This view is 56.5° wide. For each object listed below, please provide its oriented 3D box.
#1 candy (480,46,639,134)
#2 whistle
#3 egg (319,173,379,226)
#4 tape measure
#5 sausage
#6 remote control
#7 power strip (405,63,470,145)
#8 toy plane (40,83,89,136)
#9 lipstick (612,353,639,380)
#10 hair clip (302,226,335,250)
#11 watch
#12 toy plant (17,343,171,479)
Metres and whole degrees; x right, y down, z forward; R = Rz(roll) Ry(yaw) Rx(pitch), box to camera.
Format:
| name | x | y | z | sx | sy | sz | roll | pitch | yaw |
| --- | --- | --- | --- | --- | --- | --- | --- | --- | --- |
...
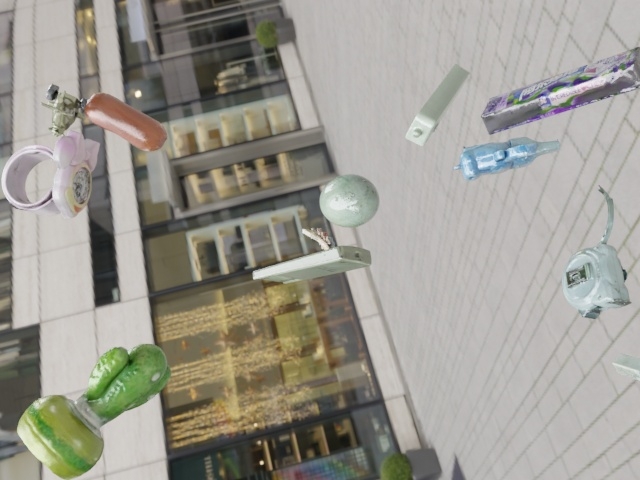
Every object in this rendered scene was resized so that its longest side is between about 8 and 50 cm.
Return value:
| name | x | y | z | sx | sy | sz | roll | pitch | yaw |
| --- | --- | --- | --- | --- | --- | --- | --- | --- | --- |
| candy | 0.477 | -0.294 | 1.187 | 0.061 | 0.313 | 0.088 | 54 | -136 | -24 |
| whistle | 0.480 | -0.216 | 1.542 | 0.180 | 0.269 | 0.093 | 14 | -112 | -75 |
| egg | 0.091 | -0.125 | 1.875 | 0.237 | 0.169 | 0.168 | -1 | 104 | 60 |
| tape measure | 0.614 | 0.015 | 1.370 | 0.164 | 0.084 | 0.330 | 134 | 146 | -52 |
| sausage | -0.440 | -0.268 | 1.346 | 0.077 | 0.194 | 0.077 | -60 | 3 | 4 |
| remote control | -0.025 | 0.060 | 1.397 | 0.124 | 0.286 | 0.038 | 12 | -111 | -48 |
| power strip | 0.325 | -0.374 | 1.642 | 0.385 | 0.062 | 0.091 | -54 | -8 | -44 |
| toy plane | -0.570 | -0.289 | 1.316 | 0.286 | 0.092 | 0.108 | 3 | 71 | 67 |
| lipstick | 0.595 | 0.239 | 1.073 | 0.030 | 0.030 | 0.129 | 55 | 162 | -19 |
| hair clip | 0.006 | -0.001 | 1.904 | 0.214 | 0.056 | 0.062 | -144 | 51 | -59 |
| watch | -0.778 | -0.193 | 1.696 | 0.211 | 0.218 | 0.248 | 57 | -139 | -84 |
| toy plant | -0.471 | 0.342 | 1.289 | 0.185 | 0.316 | 0.224 | 35 | 155 | 28 |
